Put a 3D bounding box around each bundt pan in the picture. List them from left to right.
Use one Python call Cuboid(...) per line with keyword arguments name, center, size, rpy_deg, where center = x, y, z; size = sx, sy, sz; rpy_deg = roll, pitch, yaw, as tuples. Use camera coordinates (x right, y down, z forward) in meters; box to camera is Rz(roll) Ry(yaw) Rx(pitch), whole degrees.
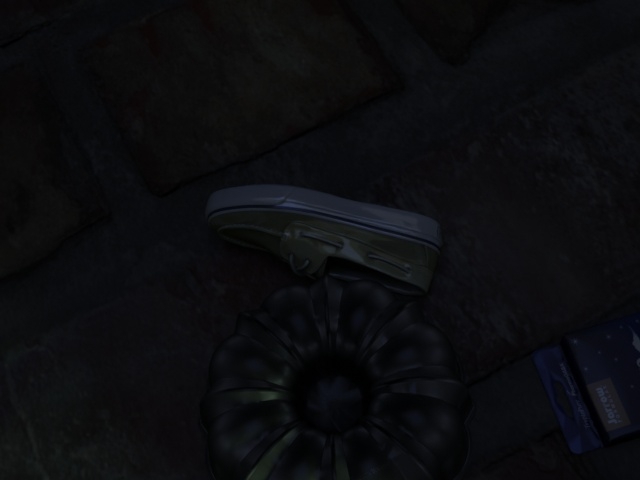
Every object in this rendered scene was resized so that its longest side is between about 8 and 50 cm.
Cuboid(name="bundt pan", center=(0.015, 0.182, 1.032), size=(0.331, 0.124, 0.330), rpy_deg=(-2, 64, 4))

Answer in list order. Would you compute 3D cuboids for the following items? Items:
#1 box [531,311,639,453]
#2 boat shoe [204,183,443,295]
Cuboid(name="box", center=(0.376, 0.153, 1.065), size=(0.225, 0.036, 0.136), rpy_deg=(-17, 63, -2))
Cuboid(name="boat shoe", center=(0.000, 0.000, 1.137), size=(0.303, 0.109, 0.094), rpy_deg=(8, 66, 6))
